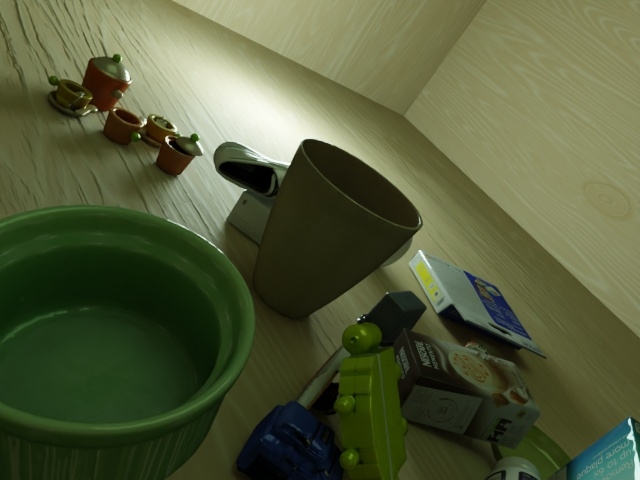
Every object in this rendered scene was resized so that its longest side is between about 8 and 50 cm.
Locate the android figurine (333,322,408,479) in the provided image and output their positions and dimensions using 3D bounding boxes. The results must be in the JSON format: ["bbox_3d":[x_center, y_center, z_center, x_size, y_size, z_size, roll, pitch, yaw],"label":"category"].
[{"bbox_3d":[0.071,0.236,0.876,0.273,0.056,0.248,9,74,-72],"label":"android figurine"}]

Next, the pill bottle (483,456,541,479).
[{"bbox_3d":[0.293,0.413,0.975,0.108,0.108,0.193,38,22,7],"label":"pill bottle"}]

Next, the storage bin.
[{"bbox_3d":[0.158,0.159,1.327,0.098,0.091,0.135,47,25,27],"label":"storage bin"}]

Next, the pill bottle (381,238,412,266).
[{"bbox_3d":[0.122,-0.051,1.652,0.131,0.131,0.229,13,31,-45],"label":"pill bottle"}]

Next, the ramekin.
[{"bbox_3d":[-0.229,0.111,0.661,0.303,0.148,0.303,13,36,-10],"label":"ramekin"}]

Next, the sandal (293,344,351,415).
[{"bbox_3d":[0.019,0.230,0.971,0.076,0.102,0.265,43,27,6],"label":"sandal"}]

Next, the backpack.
[{"bbox_3d":[-0.027,0.272,0.802,0.120,0.101,0.098,42,27,-1],"label":"backpack"}]

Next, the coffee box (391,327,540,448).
[{"bbox_3d":[0.251,0.269,1.173,0.247,0.098,0.141,19,24,-15],"label":"coffee box"}]

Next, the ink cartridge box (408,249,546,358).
[{"bbox_3d":[0.407,0.180,1.695,0.304,0.072,0.307,26,26,-27],"label":"ink cartridge box"}]

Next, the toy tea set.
[{"bbox_3d":[-0.390,-0.282,1.372,0.336,0.124,0.200,31,22,-11],"label":"toy tea set"}]

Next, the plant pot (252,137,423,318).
[{"bbox_3d":[0.000,0.000,1.165,0.256,0.274,0.256,30,23,-14],"label":"plant pot"}]

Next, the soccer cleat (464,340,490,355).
[{"bbox_3d":[0.370,0.260,1.521,0.083,0.029,0.035,21,21,-44],"label":"soccer cleat"}]

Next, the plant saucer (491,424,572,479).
[{"bbox_3d":[0.408,0.430,1.210,0.241,0.037,0.241,29,22,-13],"label":"plant saucer"}]

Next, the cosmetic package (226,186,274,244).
[{"bbox_3d":[-0.104,-0.069,1.419,0.117,0.085,0.231,37,23,4],"label":"cosmetic package"}]

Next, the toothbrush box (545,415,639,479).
[{"bbox_3d":[0.439,0.442,0.939,0.126,0.216,0.295,35,31,-1],"label":"toothbrush box"}]

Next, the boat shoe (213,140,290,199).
[{"bbox_3d":[-0.097,-0.117,1.314,0.258,0.095,0.084,16,31,-16],"label":"boat shoe"}]
